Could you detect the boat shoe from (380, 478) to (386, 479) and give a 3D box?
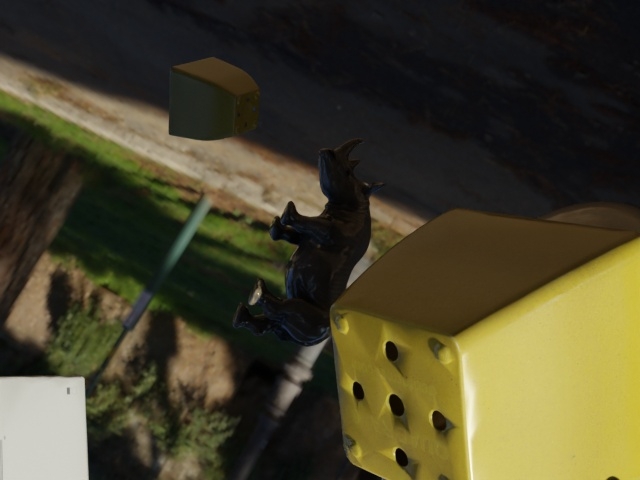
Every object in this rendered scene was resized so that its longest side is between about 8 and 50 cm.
[{"bbox_3d":[0.167,0.292,0.764,0.340,0.113,0.127,18,143,36],"label":"boat shoe"}]

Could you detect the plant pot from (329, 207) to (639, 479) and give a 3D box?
[{"bbox_3d":[0.127,0.104,0.768,0.187,0.212,0.212,-16,-162,-37],"label":"plant pot"}]

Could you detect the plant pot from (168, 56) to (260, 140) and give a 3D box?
[{"bbox_3d":[-0.116,-0.157,1.071,0.083,0.082,0.081,19,-152,27],"label":"plant pot"}]

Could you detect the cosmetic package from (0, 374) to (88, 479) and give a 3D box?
[{"bbox_3d":[-0.322,0.173,0.653,0.224,0.138,0.224,-9,170,27],"label":"cosmetic package"}]

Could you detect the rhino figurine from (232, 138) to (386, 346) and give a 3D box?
[{"bbox_3d":[0.000,0.000,1.008,0.106,0.243,0.073,24,170,-13],"label":"rhino figurine"}]

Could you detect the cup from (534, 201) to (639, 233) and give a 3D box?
[{"bbox_3d":[0.408,0.073,1.384,0.331,0.237,0.331,20,132,24],"label":"cup"}]
